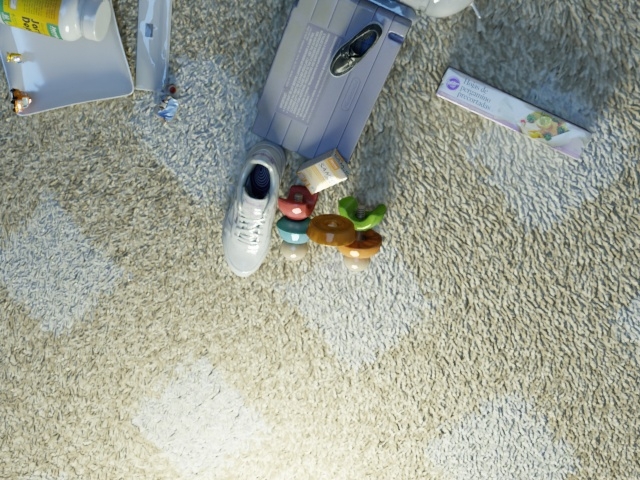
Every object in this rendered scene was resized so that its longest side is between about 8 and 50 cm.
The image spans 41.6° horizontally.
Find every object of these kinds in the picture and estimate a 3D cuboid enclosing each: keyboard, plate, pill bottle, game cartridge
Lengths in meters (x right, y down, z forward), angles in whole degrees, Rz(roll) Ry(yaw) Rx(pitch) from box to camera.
[{"bbox_3d":[-0.354,-0.446,1.793,0.072,0.014,0.256,9,106,9],"label":"keyboard"},{"bbox_3d":[-0.553,-0.427,1.803,0.277,0.045,0.278,-9,104,10],"label":"plate"},{"bbox_3d":[-0.538,-0.470,1.705,0.208,0.117,0.117,15,106,2],"label":"pill bottle"},{"bbox_3d":[0.012,-0.332,1.715,0.230,0.068,0.355,27,123,3],"label":"game cartridge"}]

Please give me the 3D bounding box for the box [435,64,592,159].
[{"bbox_3d":[0.394,-0.262,1.727,0.324,0.067,0.063,25,106,0],"label":"box"}]

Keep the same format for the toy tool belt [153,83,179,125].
[{"bbox_3d":[-0.324,-0.290,1.807,0.052,0.051,0.083,15,110,-30],"label":"toy tool belt"}]

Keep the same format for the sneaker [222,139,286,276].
[{"bbox_3d":[-0.155,-0.059,1.802,0.114,0.152,0.305,12,108,1],"label":"sneaker"}]

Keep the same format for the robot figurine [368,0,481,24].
[{"bbox_3d":[0.174,-0.554,1.601,0.353,0.200,0.300,25,131,-1],"label":"robot figurine"}]

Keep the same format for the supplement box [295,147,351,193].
[{"bbox_3d":[0.006,-0.145,1.774,0.098,0.036,0.062,-23,117,32],"label":"supplement box"}]

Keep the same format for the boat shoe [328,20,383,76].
[{"bbox_3d":[0.064,-0.366,1.624,0.049,0.040,0.142,41,121,-11],"label":"boat shoe"}]

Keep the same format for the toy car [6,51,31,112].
[{"bbox_3d":[-0.638,-0.335,1.789,0.040,0.060,0.122,-6,115,-24],"label":"toy car"}]

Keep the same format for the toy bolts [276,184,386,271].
[{"bbox_3d":[0.000,0.000,1.789,0.228,0.218,0.158,17,119,21],"label":"toy bolts"}]
